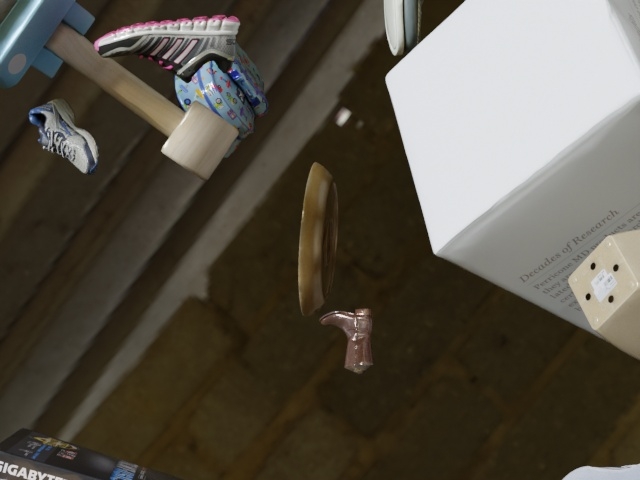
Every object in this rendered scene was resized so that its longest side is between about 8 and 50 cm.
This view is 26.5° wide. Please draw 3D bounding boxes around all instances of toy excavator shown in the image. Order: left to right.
[{"bbox_3d":[-0.339,-0.264,1.662,0.222,0.433,0.445,-56,-24,1],"label":"toy excavator"}]

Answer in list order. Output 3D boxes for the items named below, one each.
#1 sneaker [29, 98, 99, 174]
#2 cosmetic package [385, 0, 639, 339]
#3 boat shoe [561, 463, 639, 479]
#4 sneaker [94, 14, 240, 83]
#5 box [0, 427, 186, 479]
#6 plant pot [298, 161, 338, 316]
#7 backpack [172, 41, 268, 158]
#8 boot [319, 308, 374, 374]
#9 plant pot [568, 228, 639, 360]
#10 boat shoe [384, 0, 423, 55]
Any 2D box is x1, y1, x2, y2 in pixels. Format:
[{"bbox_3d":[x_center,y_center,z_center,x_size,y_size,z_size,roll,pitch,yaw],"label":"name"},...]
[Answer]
[{"bbox_3d":[-0.338,-0.129,1.775,0.058,0.135,0.052,-14,-40,-37],"label":"sneaker"},{"bbox_3d":[0.352,-0.123,1.705,0.394,0.329,0.327,25,-53,-35],"label":"cosmetic package"},{"bbox_3d":[0.411,0.333,1.753,0.084,0.095,0.258,17,-23,-31],"label":"boat shoe"},{"bbox_3d":[-0.175,-0.218,1.584,0.170,0.063,0.074,-8,-76,-12],"label":"sneaker"},{"bbox_3d":[-0.301,0.342,1.874,0.295,0.293,0.073,141,145,-85],"label":"box"},{"bbox_3d":[0.000,0.000,2.068,0.236,0.032,0.236,5,-90,-83],"label":"plant pot"},{"bbox_3d":[-0.155,-0.219,2.094,0.117,0.173,0.158,-29,-59,13],"label":"backpack"},{"bbox_3d":[0.045,0.180,2.376,0.037,0.106,0.114,32,-127,-53],"label":"boot"},{"bbox_3d":[0.325,0.051,1.415,0.096,0.109,0.109,13,-50,-33],"label":"plant pot"},{"bbox_3d":[0.147,-0.419,1.955,0.116,0.099,0.319,122,152,-77],"label":"boat shoe"}]
